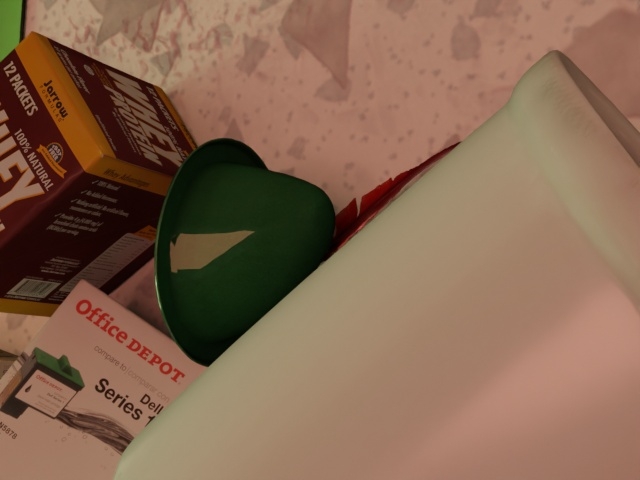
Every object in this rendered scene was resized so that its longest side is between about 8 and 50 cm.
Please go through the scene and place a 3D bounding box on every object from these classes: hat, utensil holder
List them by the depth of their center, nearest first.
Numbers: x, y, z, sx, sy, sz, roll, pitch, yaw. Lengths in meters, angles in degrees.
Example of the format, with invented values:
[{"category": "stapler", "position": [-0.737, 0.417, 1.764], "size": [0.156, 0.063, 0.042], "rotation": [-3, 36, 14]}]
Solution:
[{"category": "utensil holder", "position": [0.104, 0.129, 0.709], "size": [0.385, 0.327, 0.327], "rotation": [-40, 68, 19]}, {"category": "hat", "position": [0.000, 0.000, 0.851], "size": [0.183, 0.173, 0.208], "rotation": [2, 79, 30]}]

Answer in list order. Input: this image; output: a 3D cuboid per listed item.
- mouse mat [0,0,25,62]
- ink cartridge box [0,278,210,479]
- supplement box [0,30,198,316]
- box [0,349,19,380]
[{"category": "mouse mat", "position": [-0.380, -0.212, 1.159], "size": [0.190, 0.007, 0.152], "rotation": [0, 83, 25]}, {"category": "ink cartridge box", "position": [-0.195, 0.165, 0.933], "size": [0.160, 0.092, 0.219], "rotation": [30, 76, 25]}, {"category": "supplement box", "position": [-0.224, -0.045, 0.958], "size": [0.194, 0.191, 0.129], "rotation": [-38, 69, 16]}, {"category": "box", "position": [-0.367, 0.193, 1.038], "size": [0.103, 0.114, 0.203], "rotation": [15, 90, 25]}]
